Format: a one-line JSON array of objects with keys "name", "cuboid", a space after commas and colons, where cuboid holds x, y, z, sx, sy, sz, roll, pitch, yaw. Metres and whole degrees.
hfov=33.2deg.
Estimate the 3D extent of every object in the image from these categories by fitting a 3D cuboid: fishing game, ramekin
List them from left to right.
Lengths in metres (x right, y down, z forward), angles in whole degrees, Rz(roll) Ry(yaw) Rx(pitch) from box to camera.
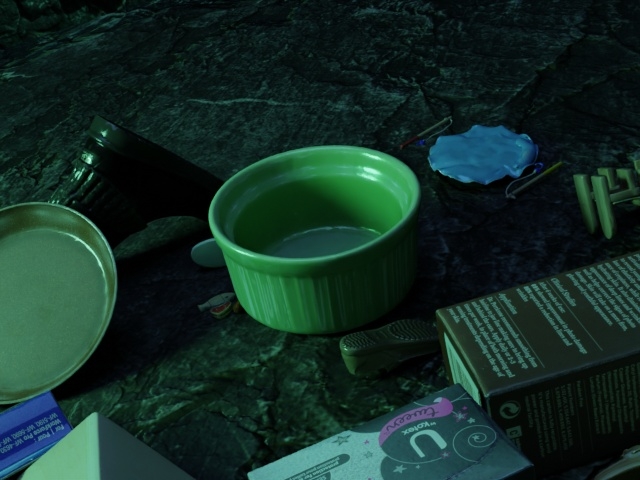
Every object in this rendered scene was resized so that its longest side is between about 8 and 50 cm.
[{"name": "ramekin", "cuboid": [0.000, 0.000, 1.553, 0.304, 0.148, 0.303, -6, 34, 4]}, {"name": "fishing game", "cuboid": [0.277, -0.143, 1.836, 0.189, 0.041, 0.264, -33, 42, -32]}]

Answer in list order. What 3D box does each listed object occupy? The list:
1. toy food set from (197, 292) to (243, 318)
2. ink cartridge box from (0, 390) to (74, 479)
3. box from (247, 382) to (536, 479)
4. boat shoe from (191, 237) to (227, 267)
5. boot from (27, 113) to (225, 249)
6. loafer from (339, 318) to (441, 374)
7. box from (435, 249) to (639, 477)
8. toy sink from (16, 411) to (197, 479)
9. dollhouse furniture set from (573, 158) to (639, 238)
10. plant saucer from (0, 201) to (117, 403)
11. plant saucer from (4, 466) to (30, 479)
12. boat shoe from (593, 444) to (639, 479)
[{"name": "toy food set", "cuboid": [-0.120, 0.084, 1.616, 0.122, 0.019, 0.078, -26, 31, -21]}, {"name": "ink cartridge box", "cuboid": [-0.386, 0.242, 1.241, 0.165, 0.065, 0.333, -27, 1, -26]}, {"name": "box", "cuboid": [0.075, 0.274, 1.065, 0.247, 0.142, 0.163, -20, 30, -13]}, {"name": "boat shoe", "cuboid": [-0.141, 0.009, 1.738, 0.142, 0.049, 0.040, -12, 22, -10]}, {"name": "boot", "cuboid": [-0.312, -0.034, 1.778, 0.131, 0.348, 0.260, 29, 92, 43]}, {"name": "loafer", "cuboid": [0.092, 0.140, 1.398, 0.148, 0.050, 0.056, -6, 29, -19]}, {"name": "box", "cuboid": [0.345, 0.123, 1.228, 0.382, 0.143, 0.191, -17, 28, -3]}, {"name": "toy sink", "cuboid": [-0.185, 0.315, 1.083, 0.131, 0.234, 0.152, -41, 31, 11]}, {"name": "dollhouse furniture set", "cuboid": [0.505, -0.037, 1.493, 0.212, 0.160, 0.242, -15, 6, -3]}, {"name": "plant saucer", "cuboid": [-0.434, 0.093, 1.567, 0.311, 0.050, 0.310, -6, 65, 12]}, {"name": "plant saucer", "cuboid": [-0.347, 0.349, 1.219, 0.278, 0.041, 0.278, -10, 30, 6]}, {"name": "boat shoe", "cuboid": [0.338, 0.238, 1.120, 0.135, 0.050, 0.045, -12, 23, -19]}]
